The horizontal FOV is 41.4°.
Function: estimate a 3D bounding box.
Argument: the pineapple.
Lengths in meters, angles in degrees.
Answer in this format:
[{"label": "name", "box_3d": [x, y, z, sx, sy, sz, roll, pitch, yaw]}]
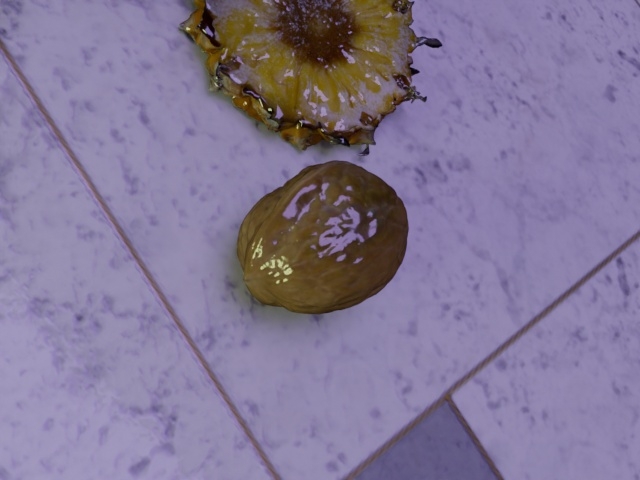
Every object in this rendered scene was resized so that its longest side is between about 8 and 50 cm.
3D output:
[{"label": "pineapple", "box_3d": [-0.006, -0.162, 0.669, 0.221, 0.047, 0.221, 9, 69, -25]}]

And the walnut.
[{"label": "walnut", "box_3d": [0.000, 0.000, 0.568, 0.124, 0.105, 0.105, -30, 85, -33]}]
